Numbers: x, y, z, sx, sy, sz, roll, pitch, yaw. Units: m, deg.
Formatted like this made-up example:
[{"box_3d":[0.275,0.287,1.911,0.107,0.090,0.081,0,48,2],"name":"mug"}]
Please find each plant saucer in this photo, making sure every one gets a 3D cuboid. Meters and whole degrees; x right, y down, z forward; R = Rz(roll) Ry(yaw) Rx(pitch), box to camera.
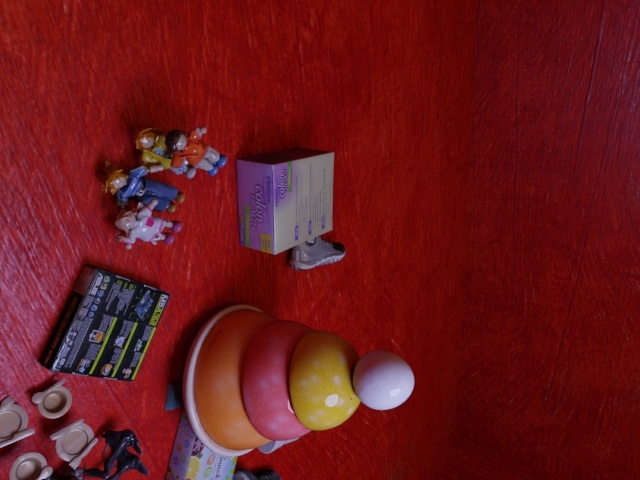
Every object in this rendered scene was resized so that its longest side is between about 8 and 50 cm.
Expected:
[{"box_3d":[-0.288,0.355,1.157,0.192,0.018,0.067,0,102,-57],"name":"plant saucer"}]

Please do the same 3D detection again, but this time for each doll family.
[{"box_3d":[-0.311,-0.117,0.888,0.263,0.118,0.163,-57,152,4],"name":"doll family"}]

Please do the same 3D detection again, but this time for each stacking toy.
[{"box_3d":[-0.027,0.311,1.053,0.350,0.480,0.350,16,71,-55],"name":"stacking toy"}]

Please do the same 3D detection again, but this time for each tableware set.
[{"box_3d":[-0.472,0.328,0.815,0.141,0.020,0.168,-31,99,-47],"name":"tableware set"}]

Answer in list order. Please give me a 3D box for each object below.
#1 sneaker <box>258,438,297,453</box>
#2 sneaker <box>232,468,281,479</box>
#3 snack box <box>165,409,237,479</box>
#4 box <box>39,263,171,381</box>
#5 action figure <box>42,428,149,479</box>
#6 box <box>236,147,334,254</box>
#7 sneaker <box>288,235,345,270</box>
[{"box_3d":[-0.081,0.478,1.437,0.169,0.108,0.292,16,98,-58],"name":"sneaker"},{"box_3d":[-0.187,0.695,1.393,0.118,0.083,0.222,-62,144,-47],"name":"sneaker"},{"box_3d":[-0.278,0.514,1.182,0.174,0.070,0.207,15,90,-56],"name":"snack box"},{"box_3d":[-0.395,0.161,0.905,0.184,0.045,0.190,36,71,-57],"name":"box"},{"box_3d":[-0.443,0.468,0.862,0.276,0.141,0.164,-32,138,-48],"name":"action figure"},{"box_3d":[-0.082,-0.108,1.199,0.243,0.117,0.213,-25,122,-51],"name":"box"},{"box_3d":[0.000,0.000,1.390,0.229,0.086,0.132,-18,114,-51],"name":"sneaker"}]
